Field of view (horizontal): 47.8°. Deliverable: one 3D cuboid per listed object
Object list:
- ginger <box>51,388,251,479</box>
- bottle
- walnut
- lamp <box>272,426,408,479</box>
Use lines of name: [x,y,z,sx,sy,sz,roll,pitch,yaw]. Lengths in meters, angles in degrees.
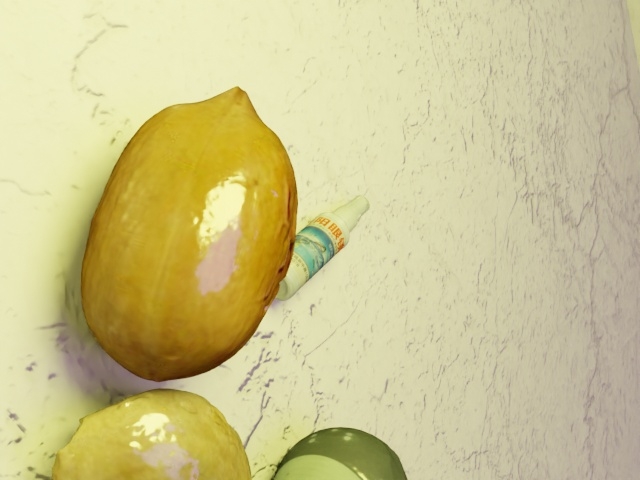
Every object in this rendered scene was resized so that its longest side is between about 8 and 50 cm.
ginger: [-0.150,0.230,0.725,0.152,0.138,0.267,-43,131,14]
bottle: [0.000,0.000,0.968,0.217,0.060,0.060,-42,122,-44]
walnut: [-0.117,-0.009,0.703,0.203,0.203,0.297,26,82,-48]
lamp: [-0.007,0.314,0.846,0.314,0.182,0.182,21,74,-58]
